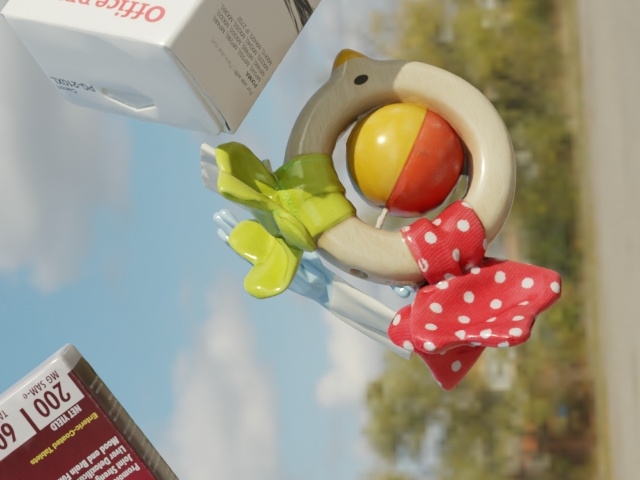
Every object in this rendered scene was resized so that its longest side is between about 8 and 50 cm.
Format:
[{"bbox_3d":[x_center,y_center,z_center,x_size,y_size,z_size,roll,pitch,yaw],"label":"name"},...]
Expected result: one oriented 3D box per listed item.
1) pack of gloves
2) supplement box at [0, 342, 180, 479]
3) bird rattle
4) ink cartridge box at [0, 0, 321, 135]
[{"bbox_3d":[0.000,0.000,1.793,0.046,0.232,0.195,-54,-14,-23],"label":"pack of gloves"},{"bbox_3d":[-0.150,0.204,1.327,0.239,0.130,0.073,52,-178,-5],"label":"supplement box"},{"bbox_3d":[0.055,-0.028,1.356,0.143,0.253,0.207,71,-141,-70],"label":"bird rattle"},{"bbox_3d":[-0.085,-0.204,1.382,0.237,0.172,0.100,-58,-42,-21],"label":"ink cartridge box"}]
